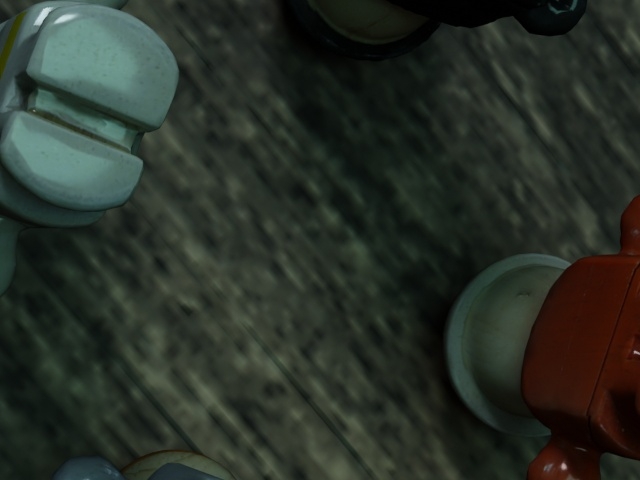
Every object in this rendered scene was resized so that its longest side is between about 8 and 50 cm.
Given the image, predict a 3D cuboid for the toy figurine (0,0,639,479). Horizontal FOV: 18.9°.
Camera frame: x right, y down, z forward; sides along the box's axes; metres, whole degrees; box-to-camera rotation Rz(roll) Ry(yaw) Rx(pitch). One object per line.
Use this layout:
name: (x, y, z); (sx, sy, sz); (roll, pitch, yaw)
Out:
toy figurine: (0.000, 0.000, 0.554); (0.209, 0.148, 0.213); (-27, 99, -17)
